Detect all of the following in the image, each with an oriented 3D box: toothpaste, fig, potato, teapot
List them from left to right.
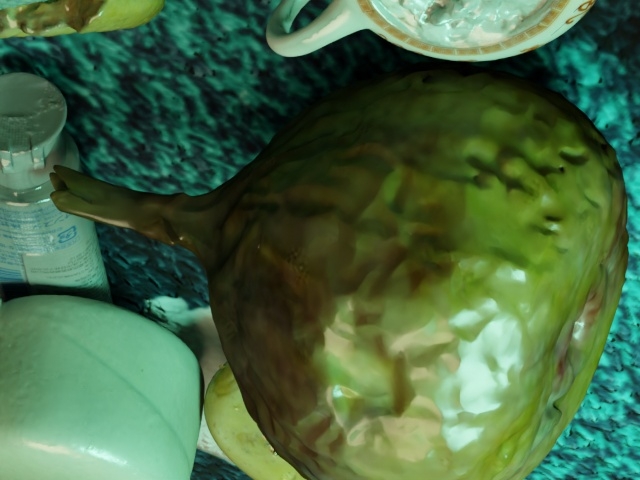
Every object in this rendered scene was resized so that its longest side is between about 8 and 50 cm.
[{"bbox_3d":[-0.203,-0.005,1.379,0.114,0.073,0.299,3,148,-2],"label":"toothpaste"},{"bbox_3d":[-0.005,0.139,1.465,0.178,0.109,0.118,30,137,-15],"label":"potato"},{"bbox_3d":[0.000,0.000,1.211,0.368,0.286,0.286,23,142,12],"label":"fig"},{"bbox_3d":[0.071,-0.164,1.085,0.245,0.116,0.159,-27,140,34],"label":"teapot"}]

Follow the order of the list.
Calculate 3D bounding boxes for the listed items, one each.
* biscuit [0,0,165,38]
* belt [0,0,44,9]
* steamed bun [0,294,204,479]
[{"bbox_3d":[-0.182,-0.139,1.157,0.224,0.144,0.033,4,102,28],"label":"biscuit"},{"bbox_3d":[-0.161,-0.193,1.080,0.163,0.147,0.082,-24,128,-12],"label":"belt"},{"bbox_3d":[-0.174,0.145,1.459,0.164,0.146,0.242,9,153,-2],"label":"steamed bun"}]
